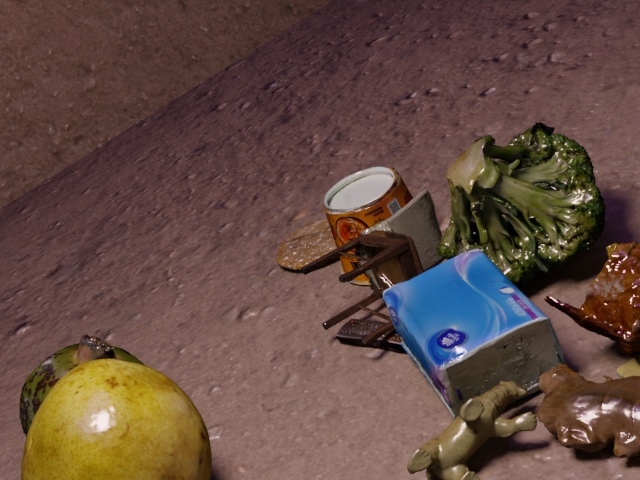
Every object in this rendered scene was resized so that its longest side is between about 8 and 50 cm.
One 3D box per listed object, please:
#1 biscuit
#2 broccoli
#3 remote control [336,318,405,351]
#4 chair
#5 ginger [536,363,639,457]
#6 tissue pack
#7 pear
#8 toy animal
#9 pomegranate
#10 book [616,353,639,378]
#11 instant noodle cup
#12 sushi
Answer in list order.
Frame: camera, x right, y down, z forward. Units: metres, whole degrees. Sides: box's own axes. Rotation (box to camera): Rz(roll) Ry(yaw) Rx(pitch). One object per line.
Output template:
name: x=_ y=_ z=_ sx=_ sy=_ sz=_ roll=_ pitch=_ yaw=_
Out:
biscuit: x=0.000 y=0.001 z=2.451 sx=0.219 sy=0.033 sz=0.220 roll=-19 pitch=24 yaw=9
broccoli: x=0.345 y=-0.058 z=1.981 sx=0.321 sy=0.283 sz=0.304 roll=-49 pitch=38 yaw=11
remote control: x=0.117 y=0.173 z=2.019 sx=0.212 sy=0.028 sz=0.059 roll=4 pitch=41 yaw=47
chair: x=0.146 y=0.045 z=2.061 sx=0.319 sy=0.160 sz=0.186 roll=-29 pitch=20 yaw=-23
ginger: x=0.423 y=0.238 z=1.558 sx=0.333 sy=0.080 sz=0.166 roll=5 pitch=51 yaw=51
tissue pack: x=0.244 y=0.147 z=1.798 sx=0.198 sy=0.146 sz=0.263 roll=-25 pitch=30 yaw=-5
pear: x=-0.329 y=0.334 z=1.760 sx=0.304 sy=0.304 sz=0.304 roll=-20 pitch=25 yaw=10
toy animal: x=0.224 y=0.279 z=1.634 sx=0.219 sy=0.103 sz=0.101 roll=-45 pitch=2 yaw=-5
pomegranate: x=-0.409 y=0.288 z=2.001 sx=0.254 sy=0.270 sz=0.254 roll=12 pitch=25 yaw=-6
book: x=0.557 y=0.177 z=1.635 sx=0.192 sy=0.013 sz=0.168 roll=-30 pitch=26 yaw=-12
instant noodle cup: x=0.112 y=-0.036 z=2.258 sx=0.215 sy=0.172 sz=0.216 roll=-20 pitch=27 yaw=11
sushi: x=0.506 y=0.072 z=1.722 sx=0.296 sy=0.167 sz=0.179 roll=-36 pitch=36 yaw=-8
